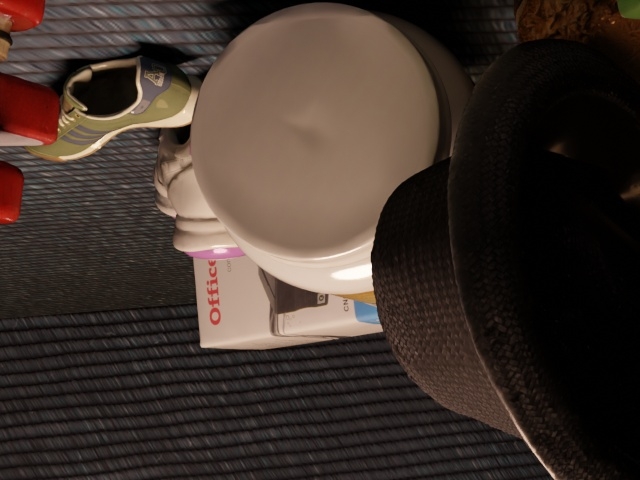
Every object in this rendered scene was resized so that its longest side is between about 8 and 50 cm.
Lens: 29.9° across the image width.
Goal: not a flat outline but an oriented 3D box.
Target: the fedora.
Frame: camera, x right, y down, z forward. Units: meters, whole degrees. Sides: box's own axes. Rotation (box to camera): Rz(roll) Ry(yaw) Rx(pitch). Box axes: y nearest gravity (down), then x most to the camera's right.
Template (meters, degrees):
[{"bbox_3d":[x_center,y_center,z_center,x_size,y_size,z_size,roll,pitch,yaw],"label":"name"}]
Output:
[{"bbox_3d":[0.147,0.035,0.803,0.152,0.334,0.334,-11,170,42],"label":"fedora"}]

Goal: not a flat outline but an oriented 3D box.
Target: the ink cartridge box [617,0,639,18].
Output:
[{"bbox_3d":[0.303,-0.206,0.711,0.160,0.092,0.219,-2,171,-28],"label":"ink cartridge box"}]

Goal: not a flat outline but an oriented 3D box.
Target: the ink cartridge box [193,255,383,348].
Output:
[{"bbox_3d":[0.000,0.000,1.397,0.307,0.223,0.129,-13,168,37],"label":"ink cartridge box"}]

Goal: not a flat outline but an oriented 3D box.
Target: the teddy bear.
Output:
[{"bbox_3d":[0.247,-0.126,0.936,0.338,0.113,0.245,7,131,-40],"label":"teddy bear"}]

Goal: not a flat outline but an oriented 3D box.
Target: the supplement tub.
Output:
[{"bbox_3d":[0.040,-0.062,1.014,0.228,0.228,0.316,-9,171,17],"label":"supplement tub"}]

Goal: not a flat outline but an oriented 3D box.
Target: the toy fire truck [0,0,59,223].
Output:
[{"bbox_3d":[-0.327,-0.106,0.746,0.254,0.169,0.302,4,177,30],"label":"toy fire truck"}]

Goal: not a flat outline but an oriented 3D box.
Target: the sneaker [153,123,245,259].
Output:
[{"bbox_3d":[-0.107,-0.083,1.191,0.114,0.152,0.305,-7,-165,-12],"label":"sneaker"}]

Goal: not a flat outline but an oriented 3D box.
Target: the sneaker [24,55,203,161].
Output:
[{"bbox_3d":[-0.200,-0.121,1.039,0.192,0.064,0.086,-11,162,27],"label":"sneaker"}]
